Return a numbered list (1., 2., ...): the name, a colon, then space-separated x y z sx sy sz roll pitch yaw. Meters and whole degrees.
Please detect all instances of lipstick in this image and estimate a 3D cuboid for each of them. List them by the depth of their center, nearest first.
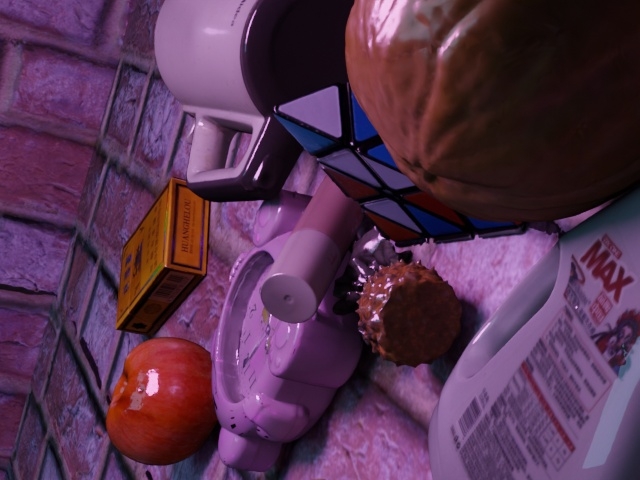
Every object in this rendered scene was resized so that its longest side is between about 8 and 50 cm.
1. lipstick: 0.000 0.000 1.329 0.070 0.070 0.254 -59 2 36

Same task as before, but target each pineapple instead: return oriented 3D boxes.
1. pineapple: 0.076 0.061 1.222 0.119 0.111 0.237 -34 16 -6

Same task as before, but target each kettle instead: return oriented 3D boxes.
1. kettle: -0.089 -0.223 1.553 0.361 0.250 0.377 -61 26 -1

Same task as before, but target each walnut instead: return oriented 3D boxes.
1. walnut: 0.175 -0.173 0.876 0.333 0.333 0.333 -45 38 51

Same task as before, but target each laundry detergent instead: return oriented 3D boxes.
1. laundry detergent: 0.227 0.073 0.831 0.398 0.125 0.264 -63 25 27

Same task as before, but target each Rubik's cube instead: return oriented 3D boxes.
1. Rubik's cube: 0.158 -0.090 1.172 0.250 0.284 0.234 -43 46 -6

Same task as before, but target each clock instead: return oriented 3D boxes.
1. clock: -0.058 0.128 1.472 0.295 0.113 0.322 -101 32 -44

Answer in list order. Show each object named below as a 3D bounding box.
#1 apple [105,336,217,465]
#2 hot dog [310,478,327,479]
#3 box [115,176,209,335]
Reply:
1. apple: -0.253 0.257 1.783 0.209 0.164 0.209 -49 32 46
2. hot dog: -0.018 0.419 1.286 0.088 0.061 0.286 -27 53 47
3. box: -0.305 0.037 2.133 0.301 0.084 0.193 -45 38 51
